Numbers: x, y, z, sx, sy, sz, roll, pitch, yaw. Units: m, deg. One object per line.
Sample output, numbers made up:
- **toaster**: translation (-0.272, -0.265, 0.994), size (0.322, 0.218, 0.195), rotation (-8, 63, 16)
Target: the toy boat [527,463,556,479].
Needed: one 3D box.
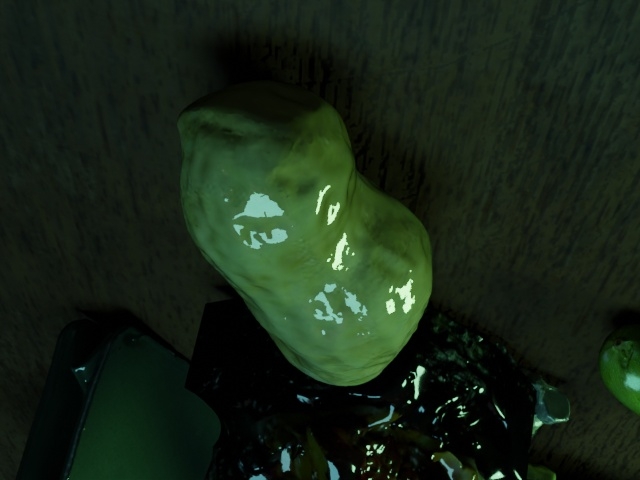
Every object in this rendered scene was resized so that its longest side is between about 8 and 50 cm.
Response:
- **toy boat**: translation (0.154, 0.291, 1.445), size (0.111, 0.084, 0.276), rotation (16, 137, 1)

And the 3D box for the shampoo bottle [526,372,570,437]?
- **shampoo bottle**: translation (0.162, 0.175, 1.423), size (0.063, 0.057, 0.207), rotation (39, 146, -14)

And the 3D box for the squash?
- **squash**: translation (0.288, 0.124, 1.235), size (0.066, 0.066, 0.201), rotation (-3, 154, 33)

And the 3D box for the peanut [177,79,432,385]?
- **peanut**: translation (0.000, 0.000, 1.013), size (0.147, 0.148, 0.319), rotation (4, 151, 19)

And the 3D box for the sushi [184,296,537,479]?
- **sushi**: translation (0.029, 0.172, 1.277), size (0.215, 0.212, 0.227), rotation (-10, 143, 36)

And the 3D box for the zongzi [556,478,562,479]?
- **zongzi**: translation (0.156, 0.344, 1.717), size (0.356, 0.174, 0.393), rotation (-4, 171, 11)

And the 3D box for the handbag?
- **handbag**: translation (-0.202, 0.232, 1.479), size (0.079, 0.260, 0.247), rotation (5, 157, 28)
